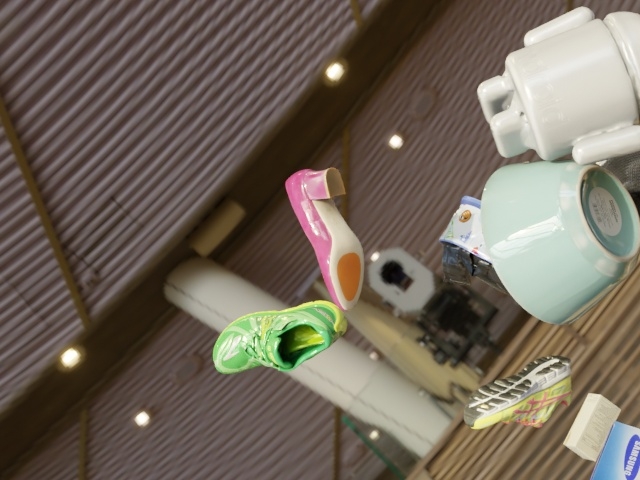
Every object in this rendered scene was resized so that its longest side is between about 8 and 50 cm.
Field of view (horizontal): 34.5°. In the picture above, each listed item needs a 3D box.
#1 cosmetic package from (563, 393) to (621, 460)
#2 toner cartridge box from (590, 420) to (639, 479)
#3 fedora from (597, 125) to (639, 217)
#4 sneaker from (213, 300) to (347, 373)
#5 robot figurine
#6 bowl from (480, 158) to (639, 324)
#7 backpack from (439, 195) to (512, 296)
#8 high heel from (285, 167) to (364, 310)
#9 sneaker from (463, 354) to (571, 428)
[{"bbox_3d":[0.521,0.358,1.977,0.060,0.041,0.115,37,-106,-15],"label":"cosmetic package"},{"bbox_3d":[0.406,0.453,1.505,0.348,0.075,0.165,-55,-30,-35],"label":"toner cartridge box"},{"bbox_3d":[0.733,-0.099,2.335,0.333,0.152,0.334,-6,-58,-10],"label":"fedora"},{"bbox_3d":[-0.094,0.197,2.018,0.295,0.109,0.123,-21,15,23],"label":"sneaker"},{"bbox_3d":[0.454,-0.264,1.765,0.353,0.300,0.200,-21,-25,9],"label":"robot figurine"},{"bbox_3d":[0.447,-0.020,1.818,0.311,0.312,0.163,-9,-12,-43],"label":"bowl"},{"bbox_3d":[0.364,0.015,1.996,0.263,0.276,0.213,22,-89,-62],"label":"backpack"},{"bbox_3d":[0.000,0.000,1.737,0.082,0.117,0.244,-18,-83,-40],"label":"high heel"},{"bbox_3d":[0.320,0.260,1.620,0.208,0.081,0.094,-20,-75,-22],"label":"sneaker"}]
